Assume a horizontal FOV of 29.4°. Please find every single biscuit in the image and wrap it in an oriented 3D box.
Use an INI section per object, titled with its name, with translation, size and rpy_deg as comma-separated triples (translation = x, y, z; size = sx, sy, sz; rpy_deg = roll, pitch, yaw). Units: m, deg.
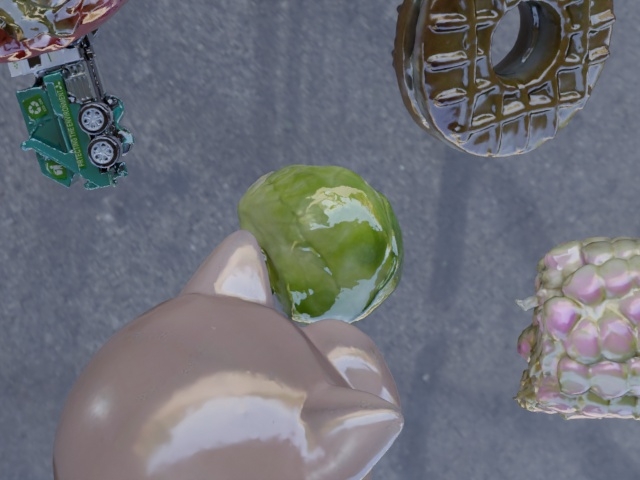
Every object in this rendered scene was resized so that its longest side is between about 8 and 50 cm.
[biscuit]
translation = 0.243, -0.265, 1.593
size = 0.332, 0.103, 0.332
rpy_deg = -13, 118, -27

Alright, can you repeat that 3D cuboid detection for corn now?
[corn]
translation = 0.267, 0.043, 0.616
size = 0.335, 0.126, 0.126
rpy_deg = -1, 131, 13

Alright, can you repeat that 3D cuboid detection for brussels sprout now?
[brussels sprout]
translation = 0.006, -0.004, 1.233
size = 0.145, 0.183, 0.131
rpy_deg = -37, 161, 26

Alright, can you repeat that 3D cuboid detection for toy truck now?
[toy truck]
translation = -0.297, -0.162, 1.411
size = 0.116, 0.110, 0.216
rpy_deg = -15, 102, 4

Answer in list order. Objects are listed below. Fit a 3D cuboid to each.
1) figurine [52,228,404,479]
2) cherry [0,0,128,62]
[figurine]
translation = -0.035, 0.080, 0.453
size = 0.125, 0.125, 0.138
rpy_deg = 23, 106, -40
[cherry]
translation = -0.203, -0.215, 0.808
size = 0.192, 0.249, 0.175
rpy_deg = -30, 113, 27
